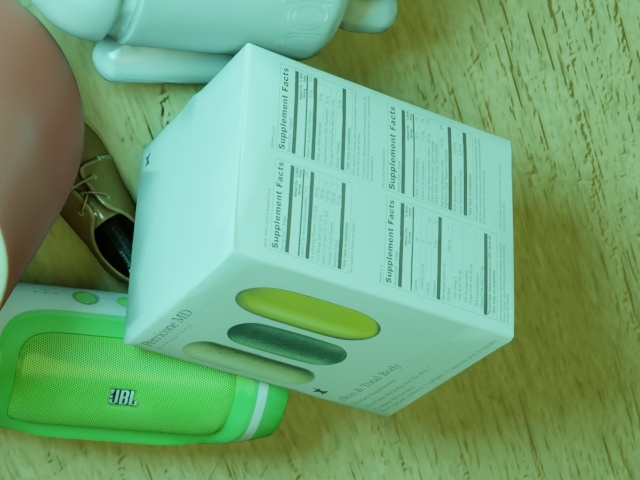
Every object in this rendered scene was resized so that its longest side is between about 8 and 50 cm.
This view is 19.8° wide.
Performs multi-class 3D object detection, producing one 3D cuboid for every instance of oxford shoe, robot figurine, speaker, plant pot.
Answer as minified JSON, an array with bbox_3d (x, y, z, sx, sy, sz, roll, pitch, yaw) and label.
[{"bbox_3d":[-0.204,-0.048,1.582,0.076,0.076,0.212,-39,111,-3],"label":"oxford shoe"},{"bbox_3d":[-0.101,-0.255,1.491,0.353,0.200,0.300,3,124,-18],"label":"robot figurine"},{"bbox_3d":[-0.182,0.108,1.602,0.296,0.131,0.131,6,102,-20],"label":"speaker"},{"bbox_3d":[-0.322,-0.041,1.412,0.275,0.243,0.275,-1,119,-2],"label":"plant pot"}]

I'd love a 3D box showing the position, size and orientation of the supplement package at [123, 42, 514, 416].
[{"bbox_3d":[0.000,0.000,1.544,0.263,0.199,0.198,18,57,-25],"label":"supplement package"}]
